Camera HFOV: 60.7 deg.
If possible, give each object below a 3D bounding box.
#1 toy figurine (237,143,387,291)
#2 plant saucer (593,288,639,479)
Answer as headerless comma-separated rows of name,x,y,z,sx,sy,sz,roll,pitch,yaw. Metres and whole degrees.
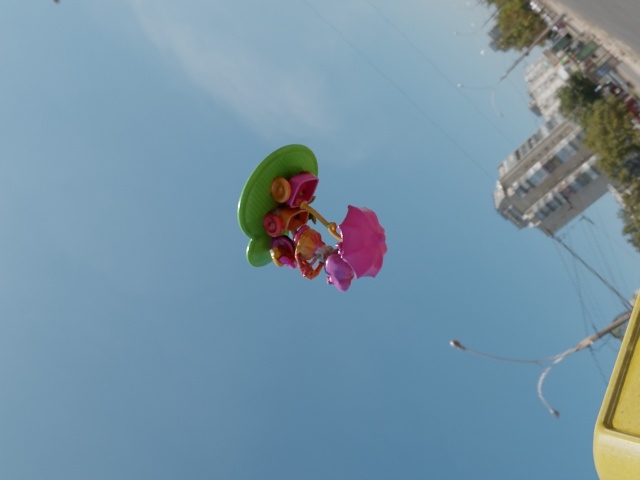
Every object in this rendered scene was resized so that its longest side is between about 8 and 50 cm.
toy figurine,0.000,0.000,0.634,0.159,0.173,0.130,35,-146,28
plant saucer,0.455,0.142,0.607,0.081,0.333,0.332,29,-104,-10
